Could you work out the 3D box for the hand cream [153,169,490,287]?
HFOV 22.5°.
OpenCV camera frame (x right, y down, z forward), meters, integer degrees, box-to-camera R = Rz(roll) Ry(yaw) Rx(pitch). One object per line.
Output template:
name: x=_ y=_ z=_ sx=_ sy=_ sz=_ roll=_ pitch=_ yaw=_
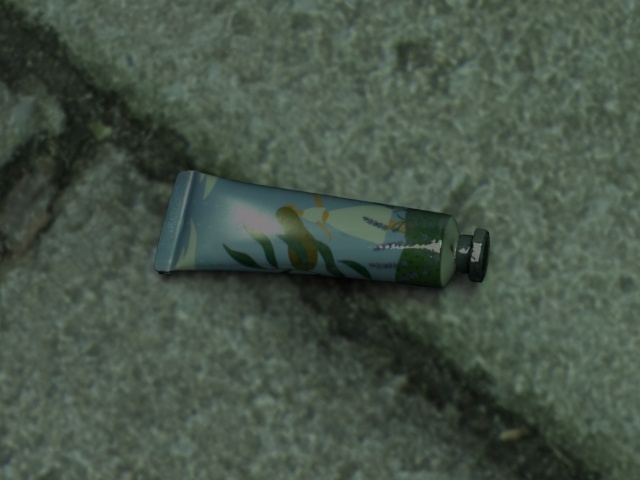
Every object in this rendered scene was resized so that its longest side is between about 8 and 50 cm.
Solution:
hand cream: x=0.000 y=0.000 z=1.222 sx=0.256 sy=0.055 sz=0.088 roll=7 pitch=73 yaw=16
